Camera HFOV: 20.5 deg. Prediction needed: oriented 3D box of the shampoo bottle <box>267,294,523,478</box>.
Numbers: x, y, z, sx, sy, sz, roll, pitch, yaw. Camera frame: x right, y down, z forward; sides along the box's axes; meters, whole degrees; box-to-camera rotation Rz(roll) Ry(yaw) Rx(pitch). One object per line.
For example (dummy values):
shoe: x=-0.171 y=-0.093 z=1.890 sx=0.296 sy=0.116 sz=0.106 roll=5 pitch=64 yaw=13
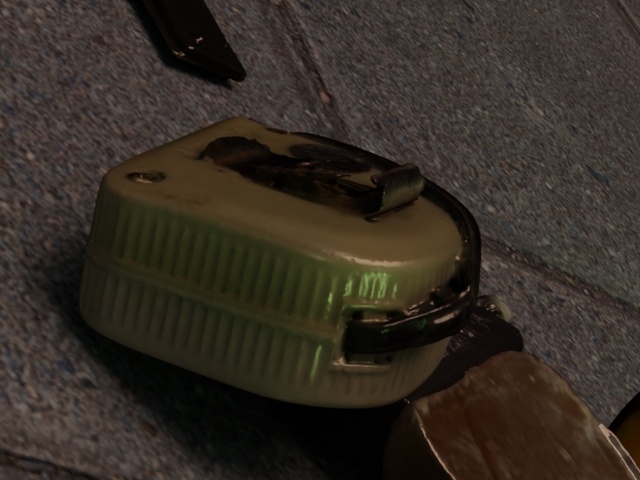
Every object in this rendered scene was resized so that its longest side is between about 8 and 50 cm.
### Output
shampoo bottle: x=0.073 y=0.083 z=1.254 sx=0.098 sy=0.071 sz=0.309 roll=26 pitch=19 yaw=18

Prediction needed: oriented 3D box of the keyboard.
keyboard: x=-0.138 y=-0.222 z=1.495 sx=0.093 sy=0.025 sz=0.230 roll=19 pitch=34 yaw=-49

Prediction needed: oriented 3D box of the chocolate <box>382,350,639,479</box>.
chocolate: x=0.119 y=0.163 z=1.120 sx=0.157 sy=0.080 sz=0.254 roll=50 pitch=23 yaw=11

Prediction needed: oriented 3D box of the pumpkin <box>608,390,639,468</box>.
pumpkin: x=0.292 y=0.223 z=1.353 sx=0.248 sy=0.126 sz=0.131 roll=65 pitch=17 yaw=1

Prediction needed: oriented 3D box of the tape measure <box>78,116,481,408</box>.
tape measure: x=0.000 y=0.000 z=1.117 sx=0.231 sy=0.133 sz=0.271 roll=17 pitch=16 yaw=14
